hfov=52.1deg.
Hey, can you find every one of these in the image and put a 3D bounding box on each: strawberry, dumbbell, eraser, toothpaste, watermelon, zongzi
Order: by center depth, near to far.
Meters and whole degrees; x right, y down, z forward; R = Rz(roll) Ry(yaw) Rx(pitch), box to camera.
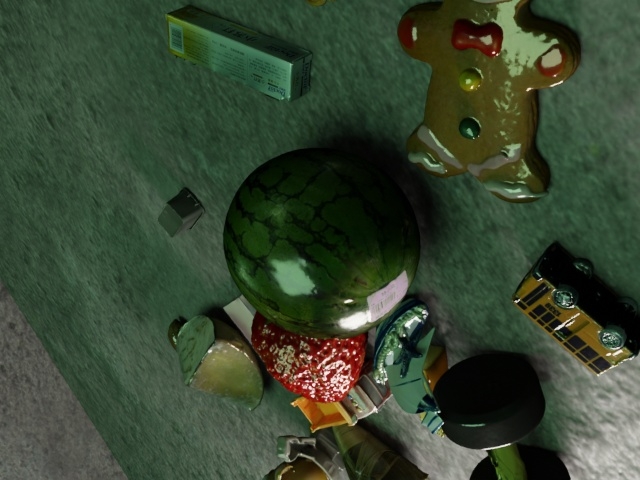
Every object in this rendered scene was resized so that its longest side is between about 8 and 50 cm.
[{"bbox_3d":[0.000,0.000,1.176,0.363,0.363,0.363,24,134,27],"label":"watermelon"},{"bbox_3d":[-0.161,-0.358,1.244,0.312,0.071,0.089,28,133,24],"label":"toothpaste"},{"bbox_3d":[0.355,0.400,1.263,0.203,0.204,0.322,-2,119,43],"label":"dumbbell"},{"bbox_3d":[-0.016,0.229,1.426,0.257,0.257,0.277,8,111,39],"label":"strawberry"},{"bbox_3d":[0.131,0.611,1.708,0.317,0.154,0.289,42,148,40],"label":"zongzi"},{"bbox_3d":[-0.190,0.220,1.758,0.150,0.023,0.104,52,140,-3],"label":"eraser"}]

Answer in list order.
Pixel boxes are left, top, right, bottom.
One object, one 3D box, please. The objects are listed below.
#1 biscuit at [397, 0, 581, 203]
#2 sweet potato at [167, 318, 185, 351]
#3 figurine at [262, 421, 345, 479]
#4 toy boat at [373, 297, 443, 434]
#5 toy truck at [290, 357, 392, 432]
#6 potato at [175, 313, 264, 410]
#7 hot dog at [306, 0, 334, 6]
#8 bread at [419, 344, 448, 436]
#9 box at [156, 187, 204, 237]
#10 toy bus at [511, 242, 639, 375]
[{"bbox_3d":[0.230,-0.261,0.966,0.283,0.064,0.432,23,134,28],"label":"biscuit"},{"bbox_3d":[-0.383,0.363,2.009,0.075,0.075,0.273,-18,108,48],"label":"sweet potato"},{"bbox_3d":[-0.041,0.623,1.736,0.167,0.285,0.343,-12,113,45],"label":"figurine"},{"bbox_3d":[0.181,0.225,1.277,0.291,0.070,0.210,-146,67,-68],"label":"toy boat"},{"bbox_3d":[0.051,0.375,1.571,0.114,0.135,0.270,53,140,-3],"label":"toy truck"},{"bbox_3d":[-0.254,0.321,1.849,0.264,0.211,0.189,31,106,-29],"label":"potato"},{"bbox_3d":[-0.006,-0.450,1.043,0.089,0.060,0.140,-2,125,39],"label":"hot dog"},{"bbox_3d":[0.243,0.333,1.403,0.049,0.088,0.226,11,126,35],"label":"bread"},{"bbox_3d":[-0.358,-0.066,1.651,0.084,0.069,0.122,49,141,2],"label":"box"},{"bbox_3d":[0.415,0.111,1.064,0.201,0.098,0.114,41,139,7],"label":"toy bus"}]
